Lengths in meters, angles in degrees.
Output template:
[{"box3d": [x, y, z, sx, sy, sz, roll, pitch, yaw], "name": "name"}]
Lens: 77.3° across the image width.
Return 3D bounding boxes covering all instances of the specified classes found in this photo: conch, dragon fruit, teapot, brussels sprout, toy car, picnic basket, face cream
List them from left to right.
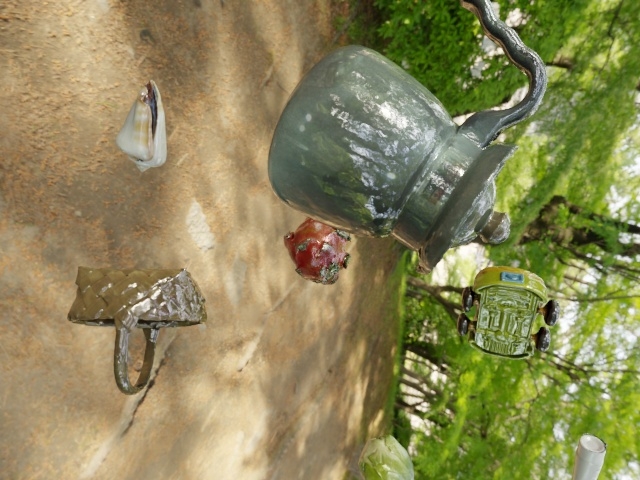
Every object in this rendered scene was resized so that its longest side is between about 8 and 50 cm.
[{"box3d": [-0.476, 0.240, 1.053, 0.337, 0.338, 0.293, -60, 180, -19], "name": "picnic basket"}, {"box3d": [-0.335, -0.212, 0.779, 0.176, 0.094, 0.104, -53, 179, 25], "name": "conch"}, {"box3d": [0.020, 0.005, 1.182, 0.269, 0.200, 0.198, -42, 145, -25], "name": "dragon fruit"}, {"box3d": [0.167, 0.586, 1.020, 0.155, 0.155, 0.117, -23, 146, -56], "name": "brussels sprout"}, {"box3d": [0.127, -0.112, 0.507, 0.305, 0.285, 0.223, -53, 165, -8], "name": "teapot"}, {"box3d": [0.437, 0.158, 0.947, 0.142, 0.201, 0.247, -57, 150, -49], "name": "toy car"}, {"box3d": [0.682, 0.612, 1.036, 0.092, 0.058, 0.243, -23, 118, -36], "name": "face cream"}]
